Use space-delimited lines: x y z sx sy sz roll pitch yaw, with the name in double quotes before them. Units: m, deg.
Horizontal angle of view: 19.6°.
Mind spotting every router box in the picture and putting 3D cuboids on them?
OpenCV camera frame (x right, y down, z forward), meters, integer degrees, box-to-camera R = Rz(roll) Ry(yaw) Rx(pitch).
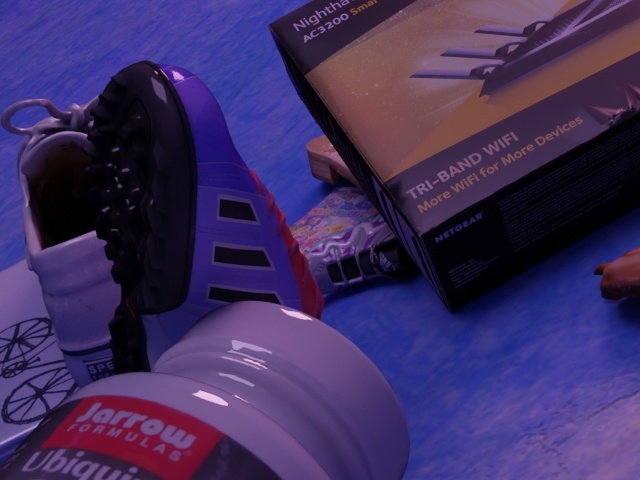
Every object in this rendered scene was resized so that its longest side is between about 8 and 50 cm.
"router box" 0.154 -0.124 1.204 0.309 0.081 0.243 -30 46 -5

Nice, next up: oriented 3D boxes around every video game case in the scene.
"video game case" 0.000 0.000 1.315 0.122 0.011 0.087 -40 25 -29

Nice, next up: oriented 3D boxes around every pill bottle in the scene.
"pill bottle" -0.087 0.170 0.816 0.176 0.176 0.318 -9 29 39

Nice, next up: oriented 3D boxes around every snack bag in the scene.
"snack bag" -0.242 0.096 1.353 0.343 0.037 0.323 -28 22 -8

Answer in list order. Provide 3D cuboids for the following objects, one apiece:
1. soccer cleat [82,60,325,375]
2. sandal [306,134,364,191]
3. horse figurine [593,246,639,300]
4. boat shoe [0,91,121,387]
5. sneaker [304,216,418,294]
"soccer cleat" -0.053 0.015 0.990 0.116 0.318 0.108 -18 53 -15
"sandal" 0.053 -0.080 1.317 0.088 0.079 0.240 -21 17 -25
"horse figurine" 0.245 0.011 0.935 0.174 0.066 0.263 -22 19 -1
"boat shoe" -0.164 -0.041 1.326 0.136 0.156 0.367 -21 23 7
"sneaker" 0.033 0.012 1.211 0.098 0.038 0.069 -31 21 -7
